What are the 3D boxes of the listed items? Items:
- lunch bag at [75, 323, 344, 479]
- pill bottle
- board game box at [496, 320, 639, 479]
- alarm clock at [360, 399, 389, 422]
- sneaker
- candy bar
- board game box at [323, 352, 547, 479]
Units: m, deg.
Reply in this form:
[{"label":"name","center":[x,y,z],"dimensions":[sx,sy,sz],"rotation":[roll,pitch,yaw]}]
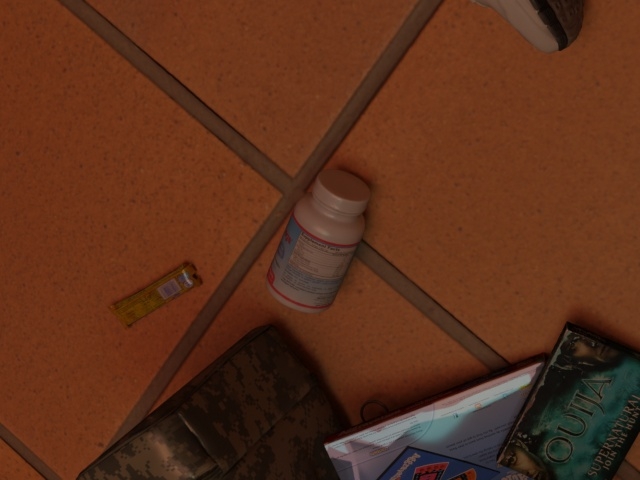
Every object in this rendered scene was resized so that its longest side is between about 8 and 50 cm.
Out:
[{"label":"lunch bag","center":[-0.103,0.289,1.450],"dimensions":[0.256,0.305,0.212],"rotation":[50,124,2]},{"label":"pill bottle","center":[0.000,0.000,1.406],"dimensions":[0.087,0.087,0.160],"rotation":[31,121,13]},{"label":"board game box","center":[0.292,0.195,1.344],"dimensions":[0.126,0.026,0.186],"rotation":[23,111,2]},{"label":"alarm clock","center":[0.098,0.284,1.492],"dimensions":[0.129,0.064,0.192],"rotation":[-21,97,32]},{"label":"sneaker","center":[0.150,-0.304,1.211],"dimensions":[0.297,0.111,0.129],"rotation":[53,139,3]},{"label":"candy bar","center":[-0.220,0.074,1.590],"dimensions":[0.161,0.018,0.040],"rotation":[-30,99,33]},{"label":"board game box","center":[0.160,0.248,1.414],"dimensions":[0.281,0.027,0.145],"rotation":[-23,98,14]}]
